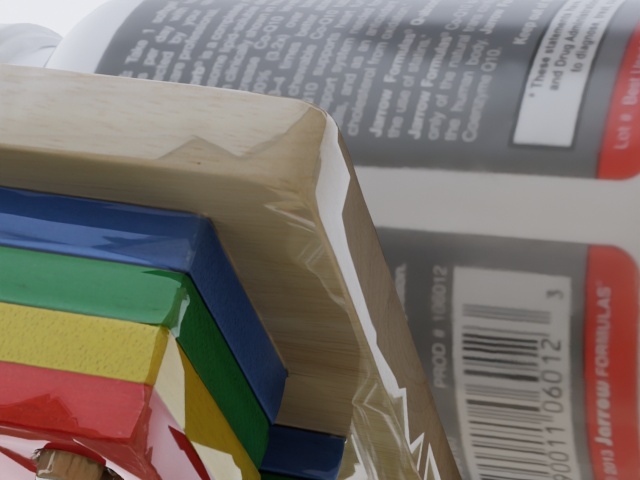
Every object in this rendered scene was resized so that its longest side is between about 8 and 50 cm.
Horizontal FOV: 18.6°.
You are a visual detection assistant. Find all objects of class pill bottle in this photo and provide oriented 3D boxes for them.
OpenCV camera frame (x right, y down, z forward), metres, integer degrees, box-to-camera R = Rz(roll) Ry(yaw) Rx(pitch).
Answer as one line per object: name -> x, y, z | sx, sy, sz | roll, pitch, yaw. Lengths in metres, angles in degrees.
pill bottle -> 0.000, 0.000, 0.801 | 0.210, 0.363, 0.210 | 5, -90, -68

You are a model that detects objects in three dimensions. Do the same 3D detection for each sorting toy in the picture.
sorting toy -> -0.105, 0.052, 0.563 | 0.255, 0.257, 0.089 | 68, -146, -58
